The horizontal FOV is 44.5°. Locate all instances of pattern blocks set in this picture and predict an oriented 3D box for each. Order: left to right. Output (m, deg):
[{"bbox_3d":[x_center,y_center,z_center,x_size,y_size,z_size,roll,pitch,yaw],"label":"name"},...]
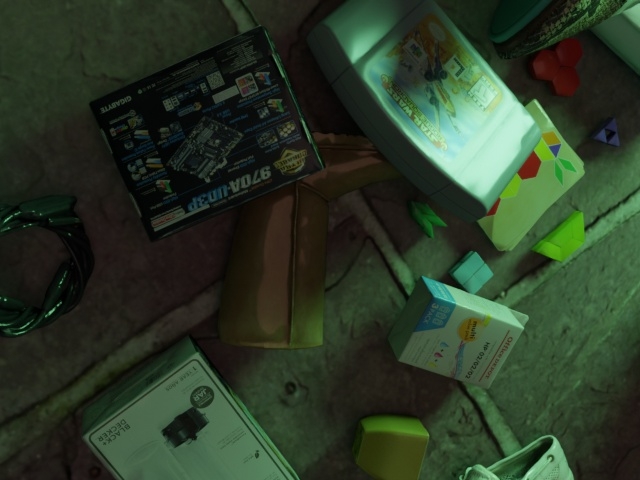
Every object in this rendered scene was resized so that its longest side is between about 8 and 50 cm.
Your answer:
[{"bbox_3d":[0.270,-0.092,1.073,0.324,0.026,0.285,-34,106,-9],"label":"pattern blocks set"}]

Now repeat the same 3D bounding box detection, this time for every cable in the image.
[{"bbox_3d":[-0.327,0.031,0.859,0.047,0.184,0.151,13,111,24],"label":"cable"}]

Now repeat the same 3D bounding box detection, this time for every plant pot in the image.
[{"bbox_3d":[0.088,0.277,1.050,0.083,0.081,0.081,13,95,-8],"label":"plant pot"}]

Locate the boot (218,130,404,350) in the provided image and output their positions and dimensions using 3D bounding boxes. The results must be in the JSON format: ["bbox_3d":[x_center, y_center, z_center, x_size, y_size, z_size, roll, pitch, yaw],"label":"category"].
[{"bbox_3d":[0.000,0.000,0.980,0.236,0.089,0.270,5,96,-5],"label":"boot"}]

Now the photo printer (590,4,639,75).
[{"bbox_3d":[0.472,-0.360,1.051,0.307,0.107,0.256,34,88,-18],"label":"photo printer"}]

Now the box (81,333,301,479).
[{"bbox_3d":[-0.143,0.285,0.975,0.169,0.087,0.290,-37,106,-8],"label":"box"}]

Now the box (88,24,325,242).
[{"bbox_3d":[-0.127,-0.119,0.894,0.220,0.051,0.175,-23,95,5],"label":"box"}]

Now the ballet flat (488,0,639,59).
[{"bbox_3d":[0.369,-0.398,0.904,0.182,0.164,0.483,25,87,-21],"label":"ballet flat"}]

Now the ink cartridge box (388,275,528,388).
[{"bbox_3d":[0.197,0.130,1.055,0.181,0.061,0.104,19,109,-19],"label":"ink cartridge box"}]

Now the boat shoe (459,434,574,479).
[{"bbox_3d":[0.229,0.357,1.097,0.277,0.098,0.096,-24,104,-22],"label":"boat shoe"}]

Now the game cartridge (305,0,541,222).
[{"bbox_3d":[0.129,-0.175,0.942,0.297,0.062,0.198,47,51,-8],"label":"game cartridge"}]
